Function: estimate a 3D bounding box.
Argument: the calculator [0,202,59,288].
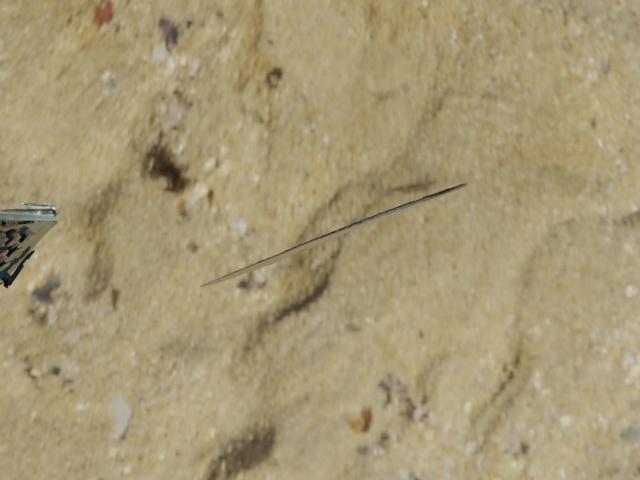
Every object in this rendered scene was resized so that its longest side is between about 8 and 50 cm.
[{"bbox_3d":[-0.171,0.010,0.627,0.018,0.172,0.057,45,104,9],"label":"calculator"}]

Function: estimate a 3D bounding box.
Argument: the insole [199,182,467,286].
[{"bbox_3d":[0.000,0.001,0.917,0.232,0.080,0.003,-22,87,44],"label":"insole"}]
